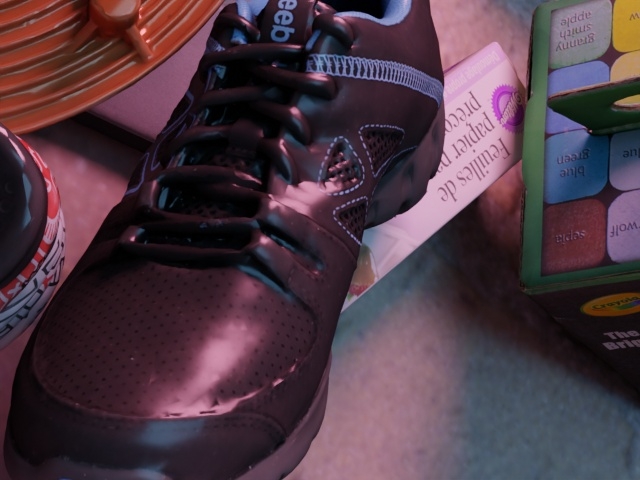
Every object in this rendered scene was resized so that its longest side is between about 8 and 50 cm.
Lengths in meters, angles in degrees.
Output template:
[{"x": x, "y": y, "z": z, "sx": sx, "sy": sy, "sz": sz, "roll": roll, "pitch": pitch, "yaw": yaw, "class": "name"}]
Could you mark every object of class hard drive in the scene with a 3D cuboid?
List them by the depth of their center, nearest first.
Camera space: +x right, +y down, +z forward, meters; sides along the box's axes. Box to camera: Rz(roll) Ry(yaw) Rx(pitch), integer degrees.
[{"x": -0.089, "y": -0.092, "z": 0.846, "sx": 0.135, "sy": 0.022, "sz": 0.094, "roll": 24, "pitch": 60, "yaw": -29, "class": "hard drive"}]

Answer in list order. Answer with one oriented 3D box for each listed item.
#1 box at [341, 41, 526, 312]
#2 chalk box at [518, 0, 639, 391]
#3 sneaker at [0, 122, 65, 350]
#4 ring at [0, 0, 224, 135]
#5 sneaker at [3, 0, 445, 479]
[{"x": 0.000, "y": 0.000, "z": 0.853, "sx": 0.324, "sy": 0.067, "sz": 0.063, "roll": -38, "pitch": 98, "yaw": -39, "class": "box"}, {"x": 0.220, "y": -0.036, "z": 0.903, "sx": 0.289, "sy": 0.180, "sz": 0.179, "roll": 38, "pitch": 50, "yaw": -49, "class": "chalk box"}, {"x": -0.211, "y": 0.055, "z": 0.650, "sx": 0.270, "sy": 0.145, "sz": 0.090, "roll": -38, "pitch": 86, "yaw": -5, "class": "sneaker"}, {"x": -0.178, "y": -0.201, "z": 0.719, "sx": 0.337, "sy": 0.032, "sz": 0.336, "roll": 3, "pitch": 74, "yaw": -10, "class": "ring"}, {"x": -0.036, "y": -0.025, "z": 0.697, "sx": 0.125, "sy": 0.139, "sz": 0.341, "roll": 11, "pitch": 38, "yaw": 13, "class": "sneaker"}]
